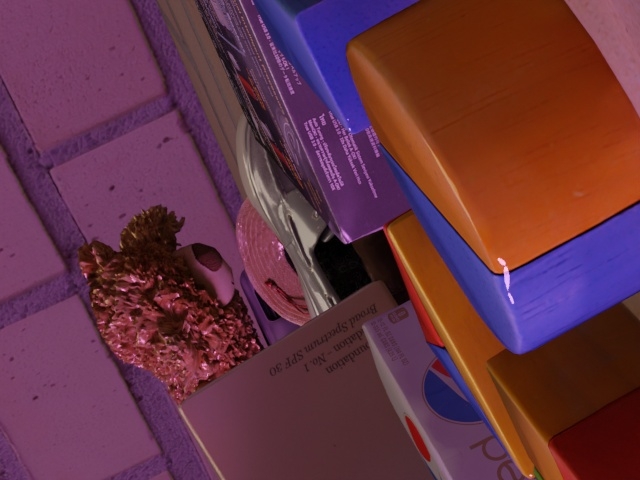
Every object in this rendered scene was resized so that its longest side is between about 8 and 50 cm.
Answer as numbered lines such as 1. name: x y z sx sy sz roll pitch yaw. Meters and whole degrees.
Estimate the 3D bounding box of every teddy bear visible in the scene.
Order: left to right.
1. teddy bear: -0.101 0.083 1.382 0.338 0.113 0.245 58 -171 -49

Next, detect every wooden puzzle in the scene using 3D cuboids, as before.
1. wooden puzzle: 0.060 -0.008 0.471 0.322 0.080 0.348 -123 9 -59

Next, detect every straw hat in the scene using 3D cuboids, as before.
1. straw hat: 0.000 0.000 1.273 0.061 0.144 0.144 -44 -64 -49

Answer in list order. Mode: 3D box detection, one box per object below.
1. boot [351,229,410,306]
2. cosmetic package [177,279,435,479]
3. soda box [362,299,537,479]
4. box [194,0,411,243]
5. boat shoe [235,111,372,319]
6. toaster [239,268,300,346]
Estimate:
1. boot: 0.058 0.039 1.017 0.114 0.037 0.106 65 -176 14
2. cosmetic package: 0.051 0.198 0.978 0.309 0.160 0.113 57 172 5
3. soda box: 0.097 0.112 0.729 0.216 0.074 0.069 -120 7 -48
4. box: -0.040 -0.174 0.747 0.307 0.076 0.242 66 175 -18
5. boat shoe: 0.010 -0.011 1.151 0.081 0.079 0.227 -20 94 62
6. toaster: 0.014 0.100 1.378 0.186 0.110 0.168 72 172 -60
